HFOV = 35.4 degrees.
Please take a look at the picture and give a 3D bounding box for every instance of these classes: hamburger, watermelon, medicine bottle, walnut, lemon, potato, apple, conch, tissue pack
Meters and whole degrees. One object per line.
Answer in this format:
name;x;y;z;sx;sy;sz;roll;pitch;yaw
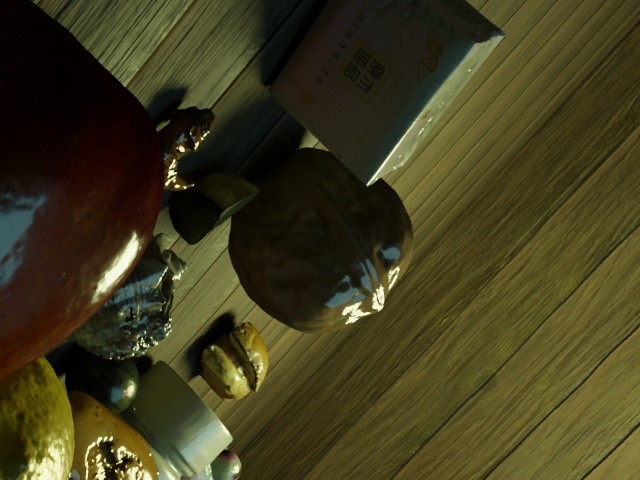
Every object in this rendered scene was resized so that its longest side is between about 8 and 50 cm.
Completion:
hamburger;-0.340;0.335;1.248;0.304;0.174;0.284;55;51;-48
watermelon;-0.309;0.210;1.459;0.105;0.105;0.133;-43;131;-10
medicine bottle;-0.347;0.393;1.691;0.371;0.211;0.211;-41;166;-16
walnut;0.002;-0.001;1.459;0.273;0.273;0.227;-32;160;-45
lemon;-0.370;0.209;0.978;0.245;0.245;0.320;-50;-173;18
potato;-0.137;-0.056;1.313;0.096;0.066;0.103;-38;180;42
hamburger;-0.162;0.244;1.988;0.124;0.131;0.262;-41;171;-17
apple;-0.302;-0.023;0.803;0.365;0.295;0.328;-44;129;-13
conch;-0.253;0.060;1.162;0.245;0.163;0.178;-15;149;-33
tissue pack;0.075;-0.215;1.214;0.225;0.185;0.124;-53;168;31

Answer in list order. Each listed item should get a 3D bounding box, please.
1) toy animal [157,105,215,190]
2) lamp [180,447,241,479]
toy animal;-0.212;-0.061;1.107;0.241;0.057;0.099;-40;159;-16
lamp;-0.330;0.433;1.951;0.301;0.247;0.247;-26;120;-26
